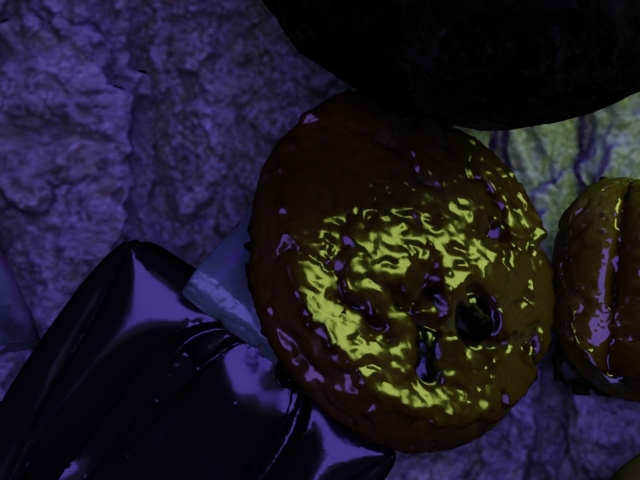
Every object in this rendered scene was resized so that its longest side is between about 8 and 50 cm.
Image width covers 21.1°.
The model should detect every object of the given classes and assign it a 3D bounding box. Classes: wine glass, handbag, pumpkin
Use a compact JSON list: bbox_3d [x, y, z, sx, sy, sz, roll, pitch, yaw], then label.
[{"bbox_3d":[-0.279,0.017,1.387,0.073,0.073,0.155,-14,86,-3],"label":"wine glass"},{"bbox_3d":[-0.115,0.170,1.363,0.285,0.113,0.257,39,92,2],"label":"handbag"},{"bbox_3d":[0.141,-0.304,1.291,0.454,0.344,0.454,-1,78,3],"label":"pumpkin"}]

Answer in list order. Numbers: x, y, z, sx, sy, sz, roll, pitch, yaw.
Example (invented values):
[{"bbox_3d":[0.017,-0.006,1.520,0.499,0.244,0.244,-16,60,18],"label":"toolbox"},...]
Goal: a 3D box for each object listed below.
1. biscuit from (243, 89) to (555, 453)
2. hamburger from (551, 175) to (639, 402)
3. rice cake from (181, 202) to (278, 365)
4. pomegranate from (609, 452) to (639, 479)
[{"bbox_3d":[0.070,0.018,1.307,0.296,0.075,0.296,15,63,-32],"label":"biscuit"},{"bbox_3d":[0.287,0.043,1.373,0.206,0.130,0.183,7,82,2],"label":"hamburger"},{"bbox_3d":[0.000,0.000,1.354,0.127,0.043,0.237,39,50,3],"label":"rice cake"},{"bbox_3d":[0.339,0.260,1.260,0.319,0.319,0.319,0,85,-1],"label":"pomegranate"}]
